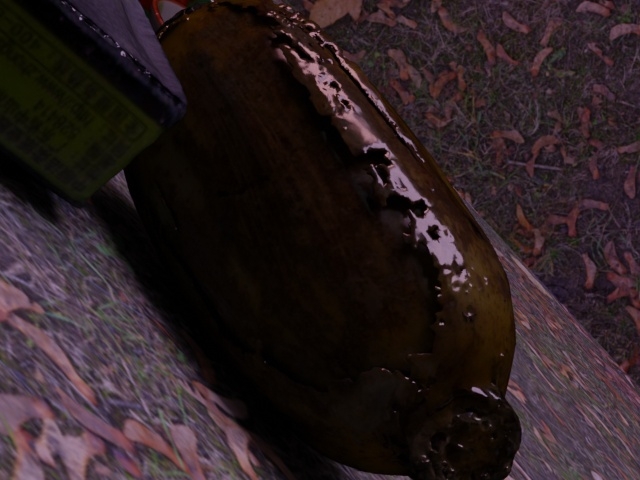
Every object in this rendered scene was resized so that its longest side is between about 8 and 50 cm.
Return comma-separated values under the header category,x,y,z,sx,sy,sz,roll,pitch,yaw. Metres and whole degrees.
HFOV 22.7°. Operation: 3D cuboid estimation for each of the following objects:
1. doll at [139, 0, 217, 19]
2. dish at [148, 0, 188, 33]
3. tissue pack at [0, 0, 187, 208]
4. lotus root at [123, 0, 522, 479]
category,x,y,z,sx,sy,sz,roll,pitch,yaw
doll,-0.181,-0.313,1.660,0.363,0.160,0.182,37,21,-44
dish,-0.086,-0.099,1.448,0.260,0.085,0.260,45,12,-12
tissue pack,-0.276,-0.220,1.001,0.394,0.124,0.288,41,11,-32
lotus root,0.000,0.000,1.074,0.397,0.196,0.179,55,13,25
